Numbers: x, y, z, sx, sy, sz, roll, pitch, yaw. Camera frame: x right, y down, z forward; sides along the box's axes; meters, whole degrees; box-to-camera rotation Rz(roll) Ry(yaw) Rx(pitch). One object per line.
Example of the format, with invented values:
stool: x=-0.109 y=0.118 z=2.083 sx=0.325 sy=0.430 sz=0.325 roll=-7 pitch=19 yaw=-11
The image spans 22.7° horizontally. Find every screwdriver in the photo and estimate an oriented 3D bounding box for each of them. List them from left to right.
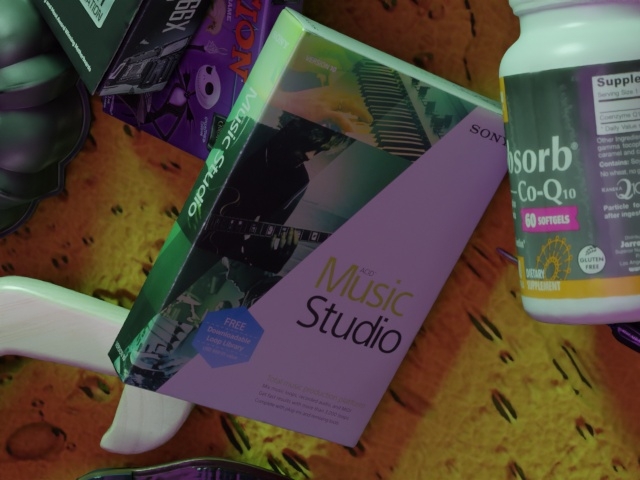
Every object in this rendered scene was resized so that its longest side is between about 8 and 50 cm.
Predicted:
screwdriver: x=0.216 y=0.054 z=1.324 sx=0.170 sy=0.024 sz=0.025 roll=29 pitch=132 yaw=20

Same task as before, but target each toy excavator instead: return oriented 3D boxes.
toy excavator: x=-0.384 y=0.117 z=1.422 sx=0.433 sy=0.222 sz=0.445 roll=45 pitch=104 yaw=-4

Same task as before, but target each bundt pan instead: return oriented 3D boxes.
bundt pan: x=-0.370 y=-0.127 z=1.390 sx=0.331 sy=0.124 sz=0.330 roll=0 pitch=107 yaw=1

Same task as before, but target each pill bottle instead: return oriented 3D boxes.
pill bottle: x=0.222 y=-0.082 z=1.230 sx=0.162 sy=0.162 sz=0.278 roll=-6 pitch=93 yaw=19

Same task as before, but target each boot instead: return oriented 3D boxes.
boot: x=-0.121 y=0.226 z=1.428 sx=0.219 sy=0.106 sz=0.082 roll=3 pitch=93 yaw=-10

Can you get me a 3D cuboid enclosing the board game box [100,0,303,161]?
board game box: x=-0.089 y=-0.245 z=1.305 sx=0.208 sy=0.056 sz=0.346 roll=24 pitch=113 yaw=40

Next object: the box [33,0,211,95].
box: x=-0.179 y=-0.309 z=1.300 sx=0.307 sy=0.077 sz=0.242 roll=56 pitch=132 yaw=25

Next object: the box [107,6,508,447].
box: x=0.000 y=0.000 z=1.293 sx=0.322 sy=0.232 sz=0.058 roll=-63 pitch=32 yaw=13
